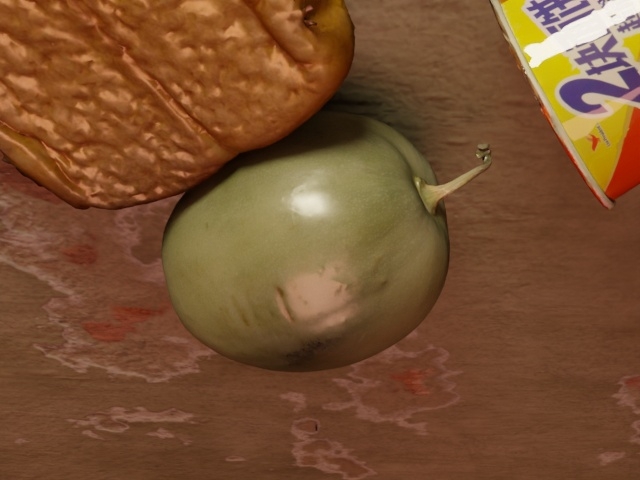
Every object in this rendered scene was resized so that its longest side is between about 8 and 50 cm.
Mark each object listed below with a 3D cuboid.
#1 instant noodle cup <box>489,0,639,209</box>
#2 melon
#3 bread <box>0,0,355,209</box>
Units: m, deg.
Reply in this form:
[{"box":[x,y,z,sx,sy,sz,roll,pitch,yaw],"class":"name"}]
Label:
[{"box":[0.250,-0.154,0.578,0.174,0.213,0.213,-29,134,24],"class":"instant noodle cup"},{"box":[-0.012,0.006,0.757,0.271,0.272,0.308,23,143,-25],"class":"melon"},{"box":[-0.161,-0.196,0.590,0.328,0.148,0.337,-24,134,26],"class":"bread"}]
